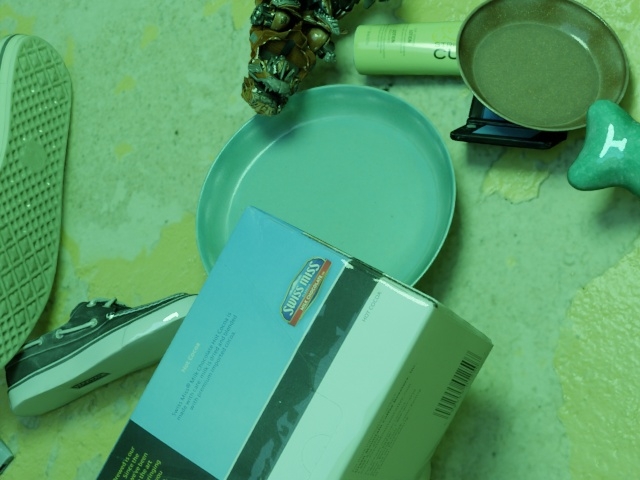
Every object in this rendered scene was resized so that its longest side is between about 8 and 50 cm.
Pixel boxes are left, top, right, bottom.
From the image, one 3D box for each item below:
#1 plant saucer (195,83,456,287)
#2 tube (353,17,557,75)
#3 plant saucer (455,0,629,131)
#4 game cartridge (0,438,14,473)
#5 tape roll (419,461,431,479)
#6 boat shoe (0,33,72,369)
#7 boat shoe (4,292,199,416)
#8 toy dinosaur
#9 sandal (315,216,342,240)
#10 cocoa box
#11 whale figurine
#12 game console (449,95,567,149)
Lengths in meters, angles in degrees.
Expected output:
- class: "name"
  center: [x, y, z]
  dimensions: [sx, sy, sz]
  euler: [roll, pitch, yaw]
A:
- class: "plant saucer"
  center: [0.007, -0.037, 1.518]
  dimensions: [0.318, 0.043, 0.317]
  euler: [-7, 65, 15]
- class: "tube"
  center: [0.161, -0.232, 1.544]
  dimensions: [0.240, 0.062, 0.070]
  euler: [2, 107, 18]
- class: "plant saucer"
  center: [0.248, -0.197, 1.463]
  dimensions: [0.199, 0.036, 0.198]
  euler: [2, 60, -4]
- class: "game cartridge"
  center: [-0.440, 0.292, 1.675]
  dimensions: [0.056, 0.017, 0.083]
  euler: [41, 93, 30]
- class: "tape roll"
  center: [-0.022, 0.251, 1.464]
  dimensions: [0.286, 0.100, 0.286]
  euler: [-6, 73, 21]
- class: "boat shoe"
  center: [-0.441, -0.040, 1.660]
  dimensions: [0.156, 0.187, 0.500]
  euler: [-11, 59, 25]
- class: "boat shoe"
  center: [-0.270, 0.118, 1.607]
  dimensions: [0.301, 0.108, 0.102]
  euler: [-28, 68, 22]
- class: "toy dinosaur"
  center: [-0.028, -0.307, 1.580]
  dimensions: [0.218, 0.164, 0.322]
  euler: [-42, 50, 50]
- class: "sandal"
  center: [0.000, 0.000, 1.555]
  dimensions: [0.179, 0.040, 0.067]
  euler: [-13, 70, 19]
- class: "cocoa box"
  center: [-0.027, 0.181, 1.298]
  dimensions: [0.228, 0.231, 0.347]
  euler: [28, 88, 26]
- class: "whale figurine"
  center: [0.398, -0.073, 1.335]
  dimensions: [0.272, 0.141, 0.216]
  euler: [19, 84, 13]
- class: "game console"
  center: [0.222, -0.152, 1.489]
  dimensions: [0.122, 0.107, 0.071]
  euler: [8, 107, 25]
